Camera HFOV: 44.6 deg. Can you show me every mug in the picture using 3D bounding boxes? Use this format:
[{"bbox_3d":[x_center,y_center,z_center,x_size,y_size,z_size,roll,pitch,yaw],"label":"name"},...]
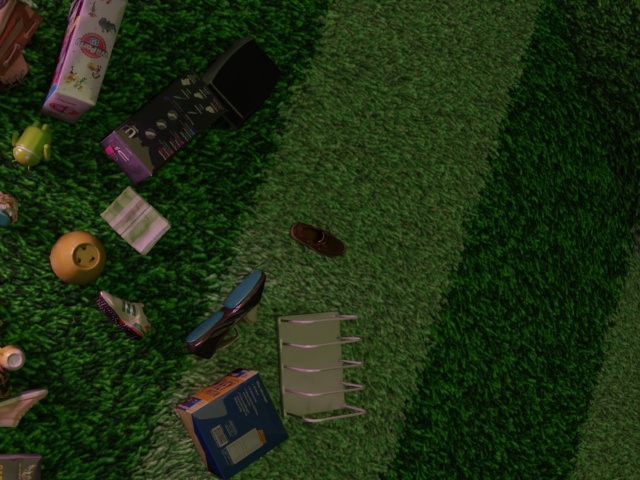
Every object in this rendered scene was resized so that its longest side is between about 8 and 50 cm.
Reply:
[{"bbox_3d":[-0.719,0.274,1.803,0.078,0.064,0.062,8,83,-27],"label":"mug"}]

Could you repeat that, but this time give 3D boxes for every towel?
[{"bbox_3d":[-0.467,-0.050,1.985,0.152,0.023,0.113,46,67,-17],"label":"towel"}]

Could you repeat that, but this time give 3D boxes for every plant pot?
[{"bbox_3d":[-0.574,0.040,1.880,0.134,0.095,0.134,2,85,-28],"label":"plant pot"}]

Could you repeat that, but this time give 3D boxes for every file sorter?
[{"bbox_3d":[0.008,0.339,2.124,0.193,0.173,0.277,-2,87,-29],"label":"file sorter"}]

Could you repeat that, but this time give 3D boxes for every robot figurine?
[{"bbox_3d":[-0.685,-0.227,1.857,0.101,0.067,0.115,24,74,4],"label":"robot figurine"}]

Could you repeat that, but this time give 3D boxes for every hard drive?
[{"bbox_3d":[-0.208,-0.431,2.094,0.172,0.054,0.254,47,48,-18],"label":"hard drive"}]

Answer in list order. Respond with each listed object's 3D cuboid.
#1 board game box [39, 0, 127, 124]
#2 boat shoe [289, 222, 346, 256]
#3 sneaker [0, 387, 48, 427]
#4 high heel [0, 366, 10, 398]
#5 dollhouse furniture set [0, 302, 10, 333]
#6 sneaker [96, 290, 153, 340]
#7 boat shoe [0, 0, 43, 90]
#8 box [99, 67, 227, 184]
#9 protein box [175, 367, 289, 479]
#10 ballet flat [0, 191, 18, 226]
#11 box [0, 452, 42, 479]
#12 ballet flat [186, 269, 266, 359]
[{"bbox_3d":[-0.562,-0.449,1.851,0.097,0.224,0.303,18,78,-27],"label":"board game box"},{"bbox_3d":[0.000,-0.001,2.207,0.178,0.060,0.064,24,75,-24],"label":"boat shoe"},{"bbox_3d":[-0.697,0.392,1.815,0.134,0.051,0.070,-16,95,-25],"label":"sneaker"},{"bbox_3d":[-0.828,0.345,1.716,0.186,0.093,0.261,50,57,-6],"label":"high heel"},{"bbox_3d":[-0.787,0.152,1.800,0.152,0.058,0.076,42,75,2],"label":"dollhouse furniture set"},{"bbox_3d":[-0.486,0.172,1.948,0.161,0.057,0.075,48,50,-15],"label":"sneaker"},{"bbox_3d":[-0.739,-0.415,1.815,0.120,0.122,0.324,24,76,-28],"label":"boat shoe"},{"bbox_3d":[-0.395,-0.286,1.960,0.270,0.165,0.143,-46,106,-24],"label":"box"},{"bbox_3d":[-0.226,0.468,2.009,0.201,0.136,0.200,-29,99,-27],"label":"protein box"},{"bbox_3d":[-0.807,-0.112,1.789,0.241,0.091,0.077,32,42,-26],"label":"ballet flat"},{"bbox_3d":[-0.739,0.606,1.772,0.183,0.056,0.231,6,84,-27],"label":"box"},{"bbox_3d":[-0.232,0.203,2.060,0.280,0.095,0.096,-44,116,-13],"label":"ballet flat"}]
